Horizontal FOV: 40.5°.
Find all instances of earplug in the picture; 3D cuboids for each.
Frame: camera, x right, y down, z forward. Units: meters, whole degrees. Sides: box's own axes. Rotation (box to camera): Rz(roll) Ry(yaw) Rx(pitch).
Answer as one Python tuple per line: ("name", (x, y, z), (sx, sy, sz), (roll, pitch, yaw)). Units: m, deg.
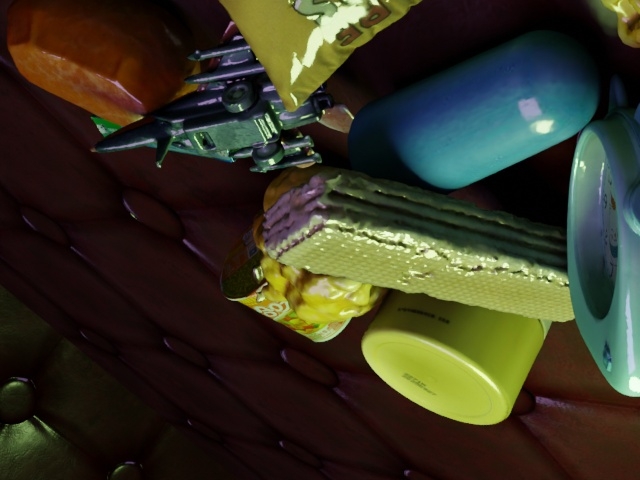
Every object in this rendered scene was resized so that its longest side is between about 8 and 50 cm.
("earplug", (0.159, -0.123, 0.870), (0.132, 0.132, 0.273), (42, 148, -19))

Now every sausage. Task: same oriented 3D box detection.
("sausage", (-0.274, -0.240, 1.109), (0.268, 0.141, 0.153), (26, 153, 11))

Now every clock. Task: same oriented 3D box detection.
("clock", (0.297, -0.011, 0.806), (0.094, 0.223, 0.274), (-2, 111, 3))

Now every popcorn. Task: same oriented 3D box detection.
("popcorn", (0.001, -0.002, 1.176), (0.253, 0.191, 0.190), (17, 137, 46))

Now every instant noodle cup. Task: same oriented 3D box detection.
("instant noodle cup", (-0.040, 0.071, 1.393), (0.185, 0.168, 0.168), (38, 154, -31))

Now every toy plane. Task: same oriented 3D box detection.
("toy plane", (-0.124, -0.138, 1.005), (0.326, 0.104, 0.223), (-18, 136, 10))

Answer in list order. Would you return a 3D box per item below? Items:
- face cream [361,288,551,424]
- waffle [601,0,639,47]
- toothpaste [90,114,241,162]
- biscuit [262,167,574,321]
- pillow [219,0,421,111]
("face cream", (0.188, 0.117, 1.177), (0.218, 0.179, 0.218), (25, 153, 14))
("waffle", (0.325, -0.202, 0.629), (0.291, 0.051, 0.291), (27, 154, 15))
("toothpaste", (-0.217, -0.167, 1.259), (0.267, 0.065, 0.050), (13, 148, 34))
("biscuit", (0.152, 0.013, 0.959), (0.426, 0.078, 0.144), (12, 157, -26))
("pillow", (-0.003, -0.294, 0.651), (0.310, 0.119, 0.312), (-37, 115, 17))
